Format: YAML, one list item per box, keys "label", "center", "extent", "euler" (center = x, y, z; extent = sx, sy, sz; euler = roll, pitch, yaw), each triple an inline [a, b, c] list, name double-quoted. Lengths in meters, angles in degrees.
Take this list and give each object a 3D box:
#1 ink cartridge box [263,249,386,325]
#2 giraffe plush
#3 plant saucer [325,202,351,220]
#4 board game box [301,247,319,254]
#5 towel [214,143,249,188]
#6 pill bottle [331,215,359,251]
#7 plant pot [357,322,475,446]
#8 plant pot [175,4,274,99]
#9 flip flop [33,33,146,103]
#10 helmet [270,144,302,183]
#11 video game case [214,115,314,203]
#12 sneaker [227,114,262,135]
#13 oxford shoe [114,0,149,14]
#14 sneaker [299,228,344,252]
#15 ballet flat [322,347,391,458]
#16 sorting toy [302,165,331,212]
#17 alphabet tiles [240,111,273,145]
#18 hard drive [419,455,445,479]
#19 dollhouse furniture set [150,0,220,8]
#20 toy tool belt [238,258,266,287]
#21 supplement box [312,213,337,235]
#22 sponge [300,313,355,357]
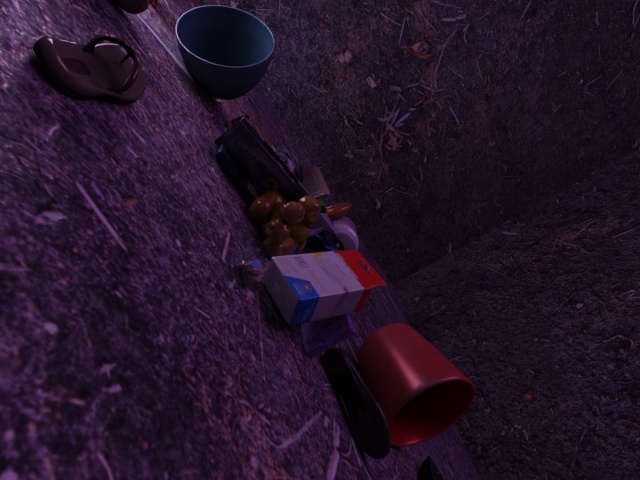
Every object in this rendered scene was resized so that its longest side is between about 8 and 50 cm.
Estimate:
- label: "ink cartridge box"
  center: [0.012, 0.094, 0.877]
  extent: [0.231, 0.077, 0.134]
  euler: [-4, 39, -35]
- label: "giraffe plush"
  center: [-0.105, -0.069, 1.043]
  extent: [0.171, 0.181, 0.210]
  euler: [40, 15, 18]
- label: "plant saucer"
  center: [0.040, -0.116, 1.745]
  extent: [0.200, 0.200, 0.037]
  euler: [-80, 153, -75]
- label: "board game box"
  center: [0.033, 0.083, 1.371]
  extent: [0.124, 0.039, 0.259]
  euler: [18, -12, 25]
- label: "towel"
  center: [-0.237, -0.195, 1.079]
  extent: [0.119, 0.029, 0.067]
  euler: [55, 10, -28]
- label: "pill bottle"
  center: [0.076, -0.004, 1.673]
  extent: [0.160, 0.161, 0.283]
  euler: [57, 10, -10]
- label: "plant pot"
  center: [0.239, 0.382, 1.124]
  extent: [0.275, 0.275, 0.243]
  euler: [51, 3, -40]
- label: "plant pot"
  center: [-0.305, -0.573, 1.298]
  extent: [0.290, 0.291, 0.195]
  euler: [63, -26, 21]
- label: "flip flop"
  center: [-0.348, -0.292, 0.663]
  extent: [0.112, 0.080, 0.277]
  euler: [56, 10, -16]
- label: "helmet"
  center: [-0.134, -0.209, 1.249]
  extent: [0.169, 0.170, 0.161]
  euler: [-108, -179, -52]
- label: "video game case"
  center: [-0.153, -0.189, 1.088]
  extent: [0.274, 0.026, 0.196]
  euler: [48, -25, -21]
- label: "sneaker"
  center: [-0.226, -0.328, 1.381]
  extent: [0.214, 0.083, 0.084]
  euler: [55, 9, -29]
- label: "oxford shoe"
  center: [-0.505, -0.616, 0.858]
  extent: [0.363, 0.130, 0.132]
  euler: [53, 42, -66]
- label: "sneaker"
  center: [0.000, 0.000, 1.422]
  extent: [0.232, 0.082, 0.090]
  euler: [35, 34, -40]
- label: "ballet flat"
  center: [0.081, 0.351, 0.896]
  extent: [0.249, 0.084, 0.058]
  euler: [58, 9, 29]
- label: "sorting toy"
  center: [-0.077, -0.165, 1.350]
  extent: [0.347, 0.196, 0.047]
  euler: [-110, -177, -48]
- label: "alphabet tiles"
  center: [-0.250, -0.436, 1.792]
  extent: [0.285, 0.011, 0.342]
  euler: [56, 10, -19]
- label: "hard drive"
  center: [0.324, 0.715, 1.062]
  extent: [0.171, 0.054, 0.255]
  euler: [58, 10, -2]
- label: "dollhouse furniture set"
  center: [-0.453, -0.818, 1.422]
  extent: [0.374, 0.202, 0.152]
  euler: [57, 7, -50]
- label: "toy tool belt"
  center: [-0.132, 0.054, 0.788]
  extent: [0.083, 0.052, 0.051]
  euler: [-69, 135, -79]
- label: "supplement box"
  center: [-0.044, -0.087, 1.470]
  extent: [0.220, 0.114, 0.111]
  euler: [48, 14, -43]
- label: "sponge"
  center: [0.004, 0.162, 0.947]
  extent: [0.031, 0.117, 0.210]
  euler: [51, 12, -33]
